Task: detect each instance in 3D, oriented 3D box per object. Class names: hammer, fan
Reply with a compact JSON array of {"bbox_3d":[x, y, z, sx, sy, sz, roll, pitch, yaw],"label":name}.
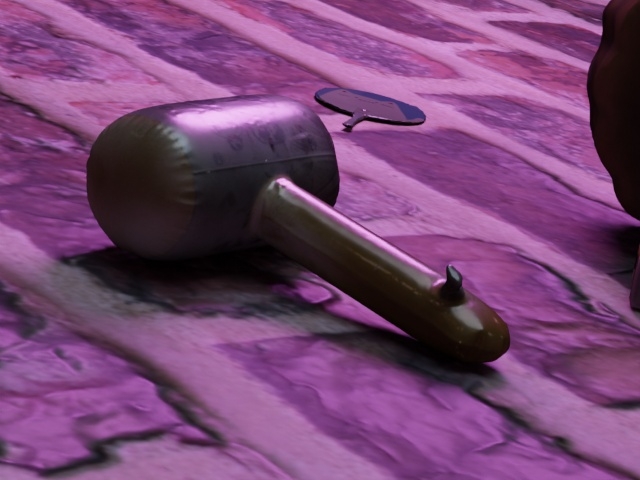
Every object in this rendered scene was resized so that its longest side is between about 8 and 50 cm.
[{"bbox_3d":[0.000,0.000,1.278,0.305,0.113,0.202,32,28,29],"label":"hammer"},{"bbox_3d":[0.043,-0.127,1.843,0.113,0.005,0.175,15,16,9],"label":"fan"}]

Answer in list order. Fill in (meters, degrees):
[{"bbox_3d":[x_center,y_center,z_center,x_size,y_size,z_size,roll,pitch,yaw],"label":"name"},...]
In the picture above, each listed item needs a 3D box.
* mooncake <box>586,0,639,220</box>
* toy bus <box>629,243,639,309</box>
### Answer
[{"bbox_3d":[0.363,-0.124,1.578,0.290,0.290,0.161,11,13,-2],"label":"mooncake"},{"bbox_3d":[0.318,0.040,1.410,0.172,0.057,0.072,14,23,11],"label":"toy bus"}]
